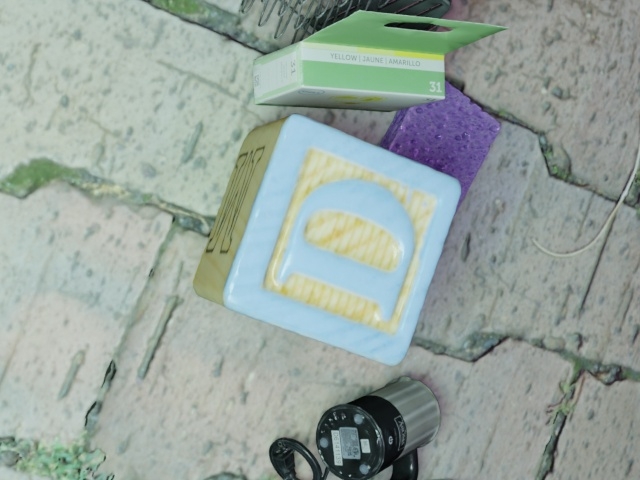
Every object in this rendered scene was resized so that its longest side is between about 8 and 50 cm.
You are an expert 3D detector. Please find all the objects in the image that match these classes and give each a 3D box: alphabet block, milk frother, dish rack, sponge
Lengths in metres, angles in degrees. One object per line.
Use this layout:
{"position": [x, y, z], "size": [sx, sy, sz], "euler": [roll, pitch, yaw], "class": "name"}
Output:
{"position": [0.000, 0.000, 1.184], "size": [0.192, 0.197, 0.193], "euler": [22, 85, -15], "class": "alphabet block"}
{"position": [0.036, 0.217, 1.305], "size": [0.135, 0.143, 0.129], "euler": [-12, 113, -57], "class": "milk frother"}
{"position": [-0.015, -0.261, 1.173], "size": [0.271, 0.208, 0.074], "euler": [34, 64, -27], "class": "dish rack"}
{"position": [0.113, -0.073, 1.345], "size": [0.117, 0.031, 0.210], "euler": [32, 80, -25], "class": "sponge"}

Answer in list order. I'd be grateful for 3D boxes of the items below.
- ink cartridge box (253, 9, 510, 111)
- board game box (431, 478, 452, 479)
{"position": [0.055, -0.173, 1.191], "size": [0.171, 0.235, 0.056], "euler": [0, 89, -27], "class": "ink cartridge box"}
{"position": [0.016, 0.438, 1.325], "size": [0.318, 0.066, 0.318], "euler": [1, 94, -26], "class": "board game box"}
